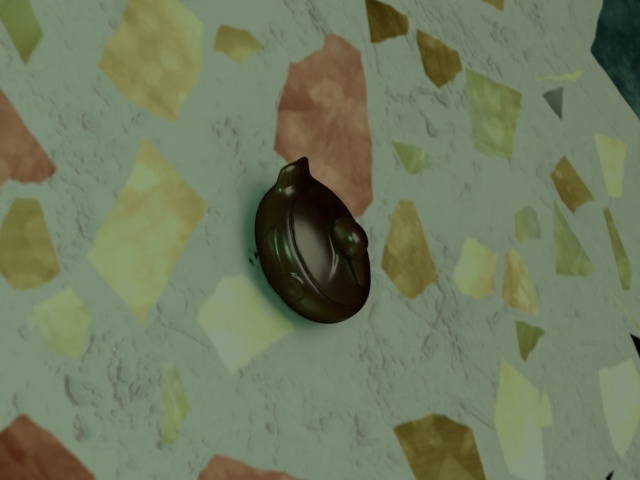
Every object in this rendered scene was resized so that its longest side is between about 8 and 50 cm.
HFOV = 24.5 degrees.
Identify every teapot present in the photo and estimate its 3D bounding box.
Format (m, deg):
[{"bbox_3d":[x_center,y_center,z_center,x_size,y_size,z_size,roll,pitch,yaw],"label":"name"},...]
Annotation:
[{"bbox_3d":[0.000,0.000,1.131,0.098,0.078,0.129,-26,93,-49],"label":"teapot"}]
